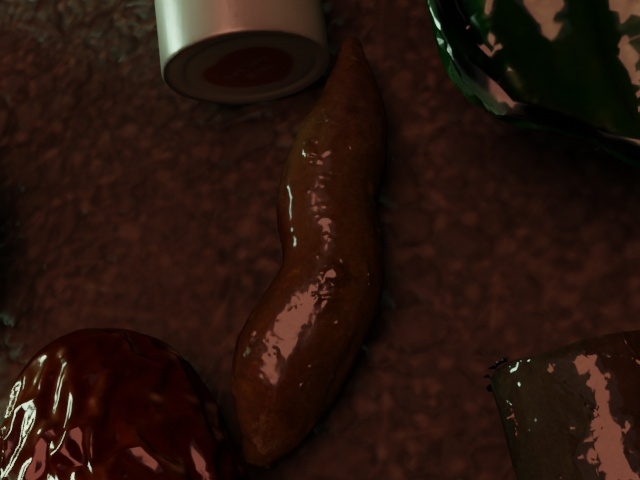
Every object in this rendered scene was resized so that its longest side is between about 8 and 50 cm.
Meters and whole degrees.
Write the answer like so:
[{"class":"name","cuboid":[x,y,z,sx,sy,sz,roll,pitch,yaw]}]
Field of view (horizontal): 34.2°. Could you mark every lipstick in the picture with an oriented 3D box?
[{"class":"lipstick","cuboid":[-0.057,-0.240,0.569,0.087,0.087,0.326,-11,74,15]}]

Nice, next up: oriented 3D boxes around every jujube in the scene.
[{"class":"jujube","cuboid":[-0.086,0.121,0.456,0.112,0.109,0.176,-7,52,-18]}]

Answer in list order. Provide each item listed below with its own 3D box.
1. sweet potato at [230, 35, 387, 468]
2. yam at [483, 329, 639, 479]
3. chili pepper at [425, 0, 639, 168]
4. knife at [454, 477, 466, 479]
[{"class":"sweet potato","cuboid":[0.003,0.001,0.496,0.065,0.051,0.218,7,73,24]},{"class":"yam","cuboid":[0.121,0.101,0.403,0.084,0.084,0.127,-21,62,11]},{"class":"chili pepper","cuboid":[0.140,-0.158,0.454,0.213,0.167,0.384,-33,74,22]},{"class":"knife","cuboid":[-0.017,0.169,0.462,0.207,0.014,0.030,-35,57,3]}]
